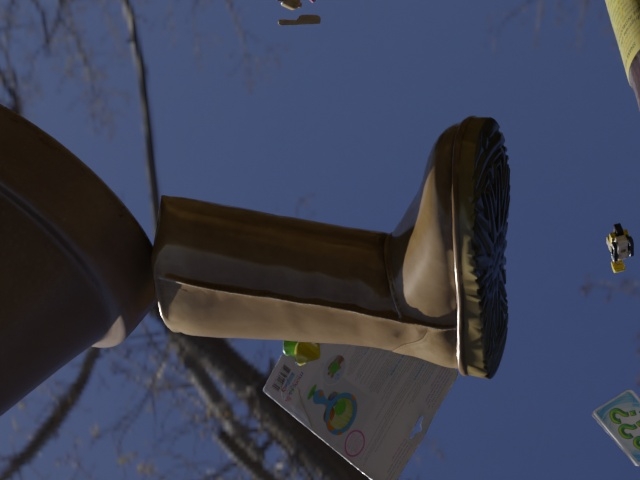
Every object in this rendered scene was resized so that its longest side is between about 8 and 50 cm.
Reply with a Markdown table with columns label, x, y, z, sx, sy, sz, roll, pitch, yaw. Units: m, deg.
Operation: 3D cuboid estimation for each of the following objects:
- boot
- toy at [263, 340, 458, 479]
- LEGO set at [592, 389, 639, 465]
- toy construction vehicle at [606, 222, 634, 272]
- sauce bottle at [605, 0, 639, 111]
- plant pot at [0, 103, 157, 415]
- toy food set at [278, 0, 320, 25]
| label | x | y | z | sx | sy | sz | roll | pitch | yaw |
| --- | --- | --- | --- | --- | --- | --- | --- | --- | --- |
| boot | 0.000 | 0.000 | 1.103 | 0.270 | 0.236 | 0.089 | 9 | -143 | 18 |
| toy | 0.047 | 0.152 | 1.540 | 0.237 | 0.056 | 0.137 | 32 | -87 | 46 |
| LEGO set | 0.416 | 0.207 | 1.476 | 0.182 | 0.060 | 0.244 | -29 | -123 | -13 |
| toy construction vehicle | 0.363 | -0.003 | 1.657 | 0.086 | 0.098 | 0.035 | -19 | -125 | 1 |
| sauce bottle | 0.292 | -0.150 | 1.174 | 0.111 | 0.111 | 0.344 | -4 | -123 | -3 |
| plant pot | -0.293 | 0.045 | 1.176 | 0.263 | 0.263 | 0.229 | 25 | -119 | 24 |
| toy food set | -0.022 | -0.318 | 1.765 | 0.078 | 0.122 | 0.019 | -6 | -152 | -25 |
